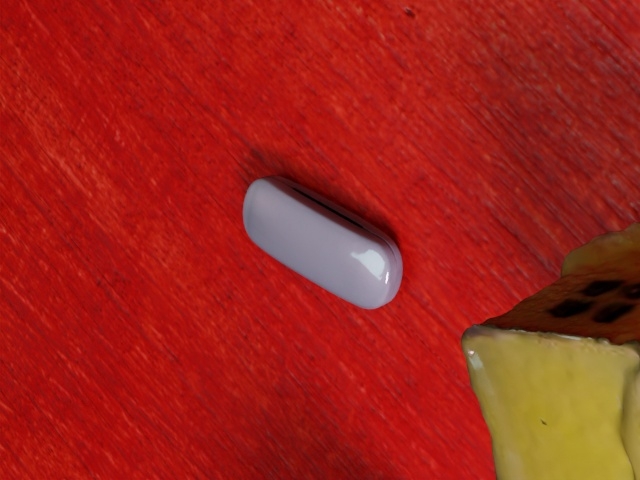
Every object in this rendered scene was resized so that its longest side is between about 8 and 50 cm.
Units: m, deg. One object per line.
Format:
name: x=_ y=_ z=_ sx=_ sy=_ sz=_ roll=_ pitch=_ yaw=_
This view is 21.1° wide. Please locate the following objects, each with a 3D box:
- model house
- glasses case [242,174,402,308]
model house: x=0.244 y=0.104 z=1.217 sx=0.174 sy=0.234 sz=0.193 roll=4 pitch=116 yaw=49
glasses case: x=0.000 y=0.000 z=1.531 sx=0.178 sy=0.045 sz=0.067 roll=30 pitch=122 yaw=33
